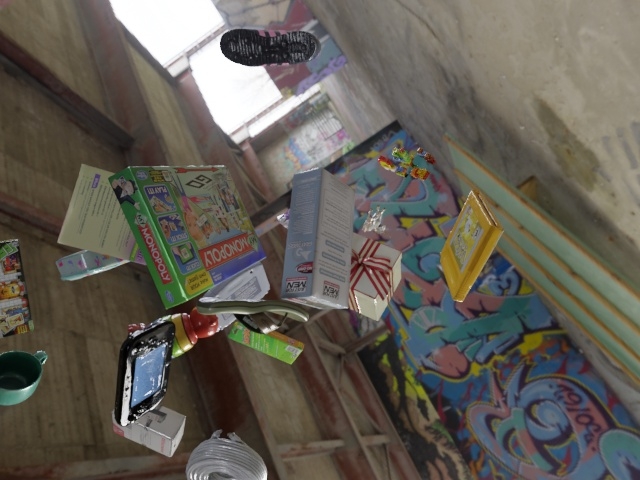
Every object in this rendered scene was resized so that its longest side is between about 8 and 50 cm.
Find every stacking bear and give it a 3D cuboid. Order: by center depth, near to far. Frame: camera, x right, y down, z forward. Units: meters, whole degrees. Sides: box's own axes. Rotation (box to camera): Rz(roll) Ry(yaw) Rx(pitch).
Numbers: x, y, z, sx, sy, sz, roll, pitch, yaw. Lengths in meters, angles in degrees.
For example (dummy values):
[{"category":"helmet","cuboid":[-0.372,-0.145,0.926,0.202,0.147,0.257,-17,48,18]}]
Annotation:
[{"category":"stacking bear","cuboid":[-0.515,0.331,1.647,0.175,0.289,0.164,125,124,-79]}]

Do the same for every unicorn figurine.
[{"category":"unicorn figurine","cuboid":[0.192,-0.064,1.574,0.162,0.111,0.060,-10,-142,-43]}]

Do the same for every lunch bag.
[{"category":"lunch bag","cuboid":[-0.935,0.080,1.899,0.279,0.224,0.108,-29,-78,-65]}]

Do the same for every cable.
[{"category":"cable","cuboid":[-0.299,0.740,1.447,0.257,0.257,0.089,40,-152,-15]}]

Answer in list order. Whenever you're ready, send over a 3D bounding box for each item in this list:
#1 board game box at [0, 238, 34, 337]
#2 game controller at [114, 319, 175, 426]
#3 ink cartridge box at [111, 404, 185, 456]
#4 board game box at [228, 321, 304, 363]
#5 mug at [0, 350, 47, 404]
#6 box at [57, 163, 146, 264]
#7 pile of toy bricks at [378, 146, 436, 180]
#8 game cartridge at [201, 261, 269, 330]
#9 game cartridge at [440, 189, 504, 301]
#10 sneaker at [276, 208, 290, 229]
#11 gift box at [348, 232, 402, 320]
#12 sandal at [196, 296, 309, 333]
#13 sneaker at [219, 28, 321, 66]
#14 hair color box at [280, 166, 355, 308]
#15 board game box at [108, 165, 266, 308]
[{"category":"board game box","cuboid":[-0.851,0.133,1.187,0.030,0.136,0.260,17,113,48]},{"category":"game controller","cuboid":[-0.485,0.367,1.255,0.067,0.319,0.166,32,-151,30]},{"category":"ink cartridge box","cuboid":[-0.570,0.614,1.511,0.218,0.159,0.092,24,-138,4]},{"category":"board game box","cuboid":[-0.200,0.364,1.643,0.259,0.124,0.039,23,-135,-9]},{"category":"mug","cuboid":[-0.845,0.387,1.261,0.157,0.097,0.129,3,-139,-47]},{"category":"box","cuboid":[-0.544,-0.064,1.234,0.243,0.214,0.117,16,176,-17]},{"category":"pile of toy bricks","cuboid":[0.307,-0.301,1.647,0.212,0.118,0.105,29,174,44]},{"category":"game cartridge","cuboid":[-0.343,0.216,1.840,0.060,0.294,0.196,31,146,34]},{"category":"game cartridge","cuboid":[0.536,0.015,1.658,0.052,0.324,0.285,15,-149,-7]},{"category":"sneaker","cuboid":[-0.044,-0.049,1.519,0.236,0.104,0.095,39,180,36]},{"category":"gift box","cuboid":[0.170,0.153,1.756,0.255,0.276,0.258,18,151,21]},{"category":"sandal","cuboid":[-0.169,0.192,1.138,0.302,0.120,0.086,9,-100,-35]},{"category":"sneaker","cuboid":[-0.151,-0.596,1.409,0.131,0.319,0.112,-50,-33,-63]},{"category":"hair color box","cuboid":[0.000,0.000,1.322,0.185,0.113,0.375,25,-117,-49]},{"category":"board game box","cuboid":[-0.213,-0.027,0.812,0.214,0.046,0.317,66,-163,-3]}]
